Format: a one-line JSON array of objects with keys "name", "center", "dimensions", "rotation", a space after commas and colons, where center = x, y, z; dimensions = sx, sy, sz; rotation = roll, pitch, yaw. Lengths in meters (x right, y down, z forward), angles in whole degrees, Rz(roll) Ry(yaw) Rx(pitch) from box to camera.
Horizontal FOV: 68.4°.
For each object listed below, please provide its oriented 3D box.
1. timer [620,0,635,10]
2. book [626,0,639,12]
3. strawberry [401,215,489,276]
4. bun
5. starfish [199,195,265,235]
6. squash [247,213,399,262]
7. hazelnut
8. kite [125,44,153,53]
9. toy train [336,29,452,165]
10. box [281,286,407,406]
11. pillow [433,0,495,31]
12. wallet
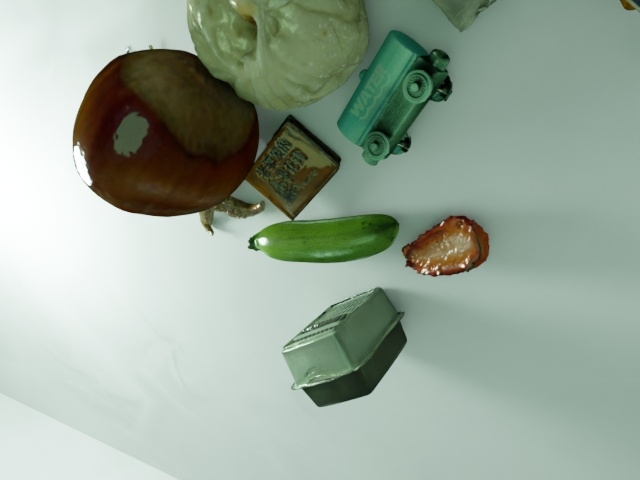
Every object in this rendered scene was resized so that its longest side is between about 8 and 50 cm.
[{"name": "timer", "center": [0.424, -0.412, 0.623], "dimensions": [0.132, 0.132, 0.152], "rotation": [-41, 74, 39]}, {"name": "book", "center": [0.462, -0.420, 0.517], "dimensions": [0.322, 0.018, 0.228], "rotation": [-41, 64, 26]}, {"name": "strawberry", "center": [0.267, 0.011, 0.994], "dimensions": [0.188, 0.082, 0.121], "rotation": [-16, 92, 44]}, {"name": "bun", "center": [-0.087, -0.402, 0.805], "dimensions": [0.349, 0.227, 0.352], "rotation": [42, 128, -1]}, {"name": "starfish", "center": [-0.283, -0.147, 1.180], "dimensions": [0.302, 0.060, 0.299], "rotation": [46, 132, -5]}, {"name": "squash", "center": [0.000, 0.000, 1.099], "dimensions": [0.395, 0.107, 0.107], "rotation": [-4, 118, 28]}, {"name": "hazelnut", "center": [-0.310, -0.211, 0.970], "dimensions": [0.365, 0.366, 0.366], "rotation": [13, 125, 19]}, {"name": "kite", "center": [-0.390, -0.303, 1.134], "dimensions": [0.169, 0.015, 0.310], "rotation": [7, 115, 24]}, {"name": "toy train", "center": [0.129, -0.263, 0.879], "dimensions": [0.159, 0.101, 0.248], "rotation": [48, 130, 13]}, {"name": "box", "center": [0.065, 0.247, 1.109], "dimensions": [0.220, 0.290, 0.166], "rotation": [-29, 92, 37]}, {"name": "pillow", "center": [0.210, -0.436, 0.726], "dimensions": [0.181, 0.078, 0.134], "rotation": [47, 129, -4]}, {"name": "wallet", "center": [-0.067, -0.157, 1.053], "dimensions": [0.161, 0.042, 0.195], "rotation": [42, 119, -4]}]
